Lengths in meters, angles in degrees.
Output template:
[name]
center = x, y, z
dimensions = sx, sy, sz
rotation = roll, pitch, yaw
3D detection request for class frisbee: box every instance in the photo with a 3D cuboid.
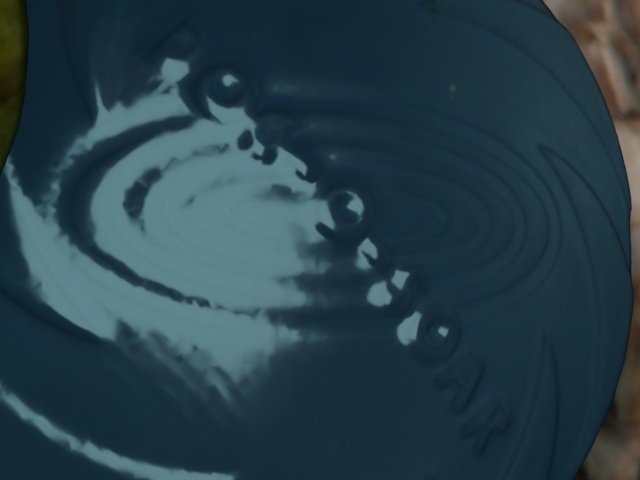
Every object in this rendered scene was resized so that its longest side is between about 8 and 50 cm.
[frisbee]
center = 0.001, -0.001, 0.493
dimensions = 0.289, 0.049, 0.289
rotation = 3, 84, -25

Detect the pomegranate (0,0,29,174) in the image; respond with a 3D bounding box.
[pomegranate]
center = -0.177, -0.044, 0.366
dimensions = 0.190, 0.159, 0.241
rotation = -37, 129, -15
